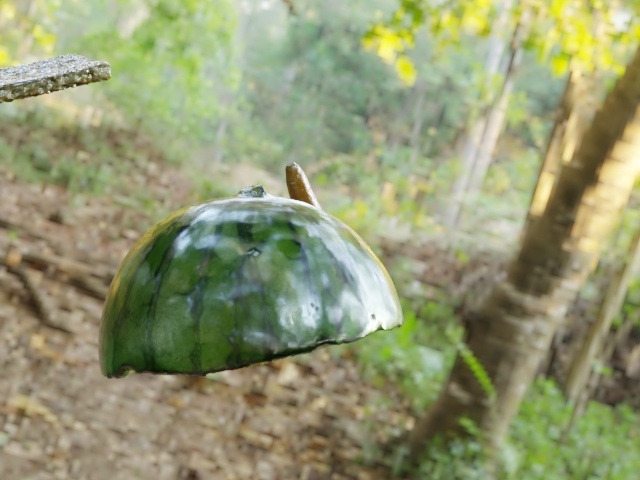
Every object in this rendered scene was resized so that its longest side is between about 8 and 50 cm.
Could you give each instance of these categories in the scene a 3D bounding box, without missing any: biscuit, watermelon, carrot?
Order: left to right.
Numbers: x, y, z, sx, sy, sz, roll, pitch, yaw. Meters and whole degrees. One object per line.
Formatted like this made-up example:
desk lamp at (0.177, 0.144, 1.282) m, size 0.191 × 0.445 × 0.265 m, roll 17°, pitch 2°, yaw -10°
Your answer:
biscuit at (-0.356, -0.168, 1.793) m, size 0.236 × 0.026 × 0.131 m, roll -16°, pitch 16°, yaw -25°
watermelon at (-0.091, 0.042, 1.729) m, size 0.330 × 0.189 × 0.331 m, roll -15°, pitch -3°, yaw -1°
carrot at (0.000, 0.000, 2.201) m, size 0.043 × 0.043 × 0.248 m, roll 18°, pitch -43°, yaw 51°
